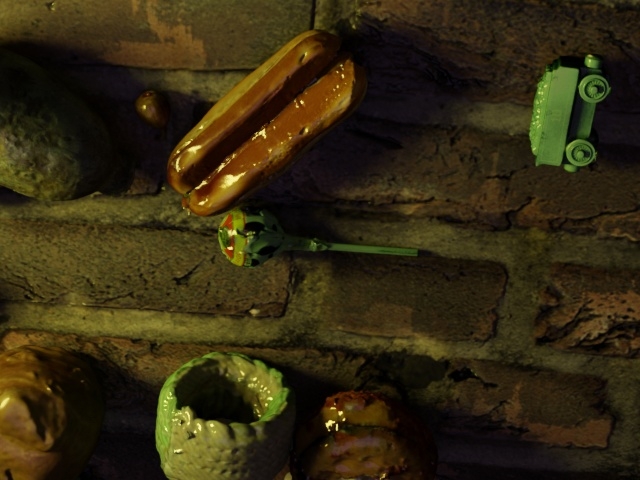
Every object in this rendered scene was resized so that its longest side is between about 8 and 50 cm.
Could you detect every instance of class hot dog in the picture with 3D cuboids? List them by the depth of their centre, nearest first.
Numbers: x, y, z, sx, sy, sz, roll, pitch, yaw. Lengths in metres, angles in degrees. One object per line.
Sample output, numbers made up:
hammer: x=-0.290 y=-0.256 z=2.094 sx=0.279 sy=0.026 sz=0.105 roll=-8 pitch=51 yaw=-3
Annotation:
hot dog: x=-0.084 y=-0.154 z=1.394 sx=0.337 sy=0.100 sz=0.135 roll=-40 pitch=102 yaw=19

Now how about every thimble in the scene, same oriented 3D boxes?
thimble: x=-0.149 y=0.287 z=1.563 sx=0.219 sy=0.219 sz=0.150 roll=10 pitch=120 yaw=-3

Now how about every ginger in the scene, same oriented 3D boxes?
ginger: x=-0.442 y=0.296 z=1.588 sx=0.223 sy=0.200 sz=0.269 roll=-21 pitch=111 yaw=19

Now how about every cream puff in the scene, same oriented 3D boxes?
cream puff: x=0.066 y=0.338 z=1.618 sx=0.240 sy=0.164 sz=0.240 roll=1 pitch=132 yaw=1

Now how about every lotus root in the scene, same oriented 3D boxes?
lotus root: x=-0.410 y=-0.157 z=1.365 sx=0.349 sy=0.175 sz=0.175 roll=27 pitch=116 yaw=-15

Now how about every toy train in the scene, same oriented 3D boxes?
toy train: x=0.343 y=-0.176 z=1.384 sx=0.099 sy=0.070 sz=0.172 roll=9 pitch=118 yaw=9

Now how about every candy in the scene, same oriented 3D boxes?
candy: x=0.000 y=0.000 z=1.498 sx=0.305 sy=0.083 sz=0.091 roll=4 pitch=102 yaw=-9

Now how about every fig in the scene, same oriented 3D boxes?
fig: x=-0.234 y=-0.174 z=1.420 sx=0.050 sy=0.050 sz=0.083 roll=-4 pitch=135 yaw=4

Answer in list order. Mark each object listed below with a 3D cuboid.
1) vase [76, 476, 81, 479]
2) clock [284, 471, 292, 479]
vase: x=-0.444 y=0.510 z=1.776 sx=0.086 sy=0.086 sz=0.214 roll=-3 pitch=123 yaw=4
clock: x=-0.002 y=0.436 z=1.738 sx=0.129 sy=0.041 sz=0.087 roll=9 pitch=115 yaw=-8
